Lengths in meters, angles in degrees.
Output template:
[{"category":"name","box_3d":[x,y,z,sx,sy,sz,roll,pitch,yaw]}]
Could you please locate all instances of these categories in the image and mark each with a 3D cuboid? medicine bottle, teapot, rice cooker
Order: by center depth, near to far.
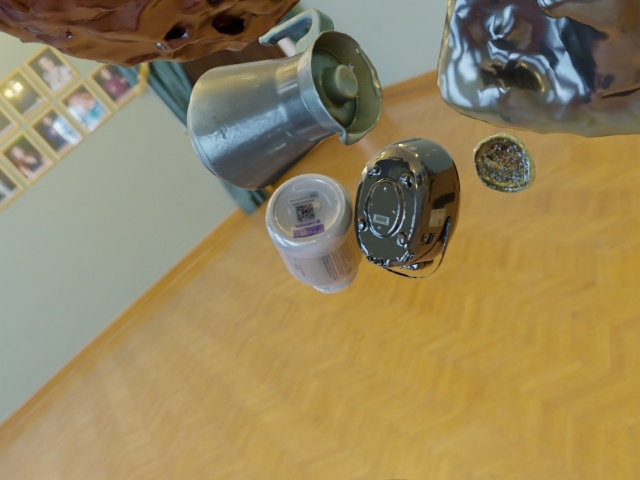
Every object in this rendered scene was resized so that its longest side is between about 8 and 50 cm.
[{"category":"teapot","box_3d":[-0.047,-0.184,1.093,0.225,0.171,0.203,-16,69,39]},{"category":"rice cooker","box_3d":[0.122,-0.045,1.217,0.142,0.203,0.118,16,18,37]},{"category":"medicine bottle","box_3d":[0.000,0.000,1.338,0.135,0.135,0.215,-43,-27,-10]}]

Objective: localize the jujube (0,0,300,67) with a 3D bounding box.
[{"category":"jujube","box_3d":[-0.120,-0.241,0.539,0.258,0.258,0.376,-31,0,34]}]

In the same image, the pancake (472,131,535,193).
[{"category":"pancake","box_3d":[0.283,-0.117,1.316,0.108,0.108,0.017,-25,6,46]}]

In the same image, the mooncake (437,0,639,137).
[{"category":"mooncake","box_3d":[0.176,-0.220,0.510,0.246,0.393,0.394,7,30,18]}]

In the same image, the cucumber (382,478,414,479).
[{"category":"cucumber","box_3d":[0.168,0.467,1.529,0.243,0.115,0.063,3,51,10]}]
